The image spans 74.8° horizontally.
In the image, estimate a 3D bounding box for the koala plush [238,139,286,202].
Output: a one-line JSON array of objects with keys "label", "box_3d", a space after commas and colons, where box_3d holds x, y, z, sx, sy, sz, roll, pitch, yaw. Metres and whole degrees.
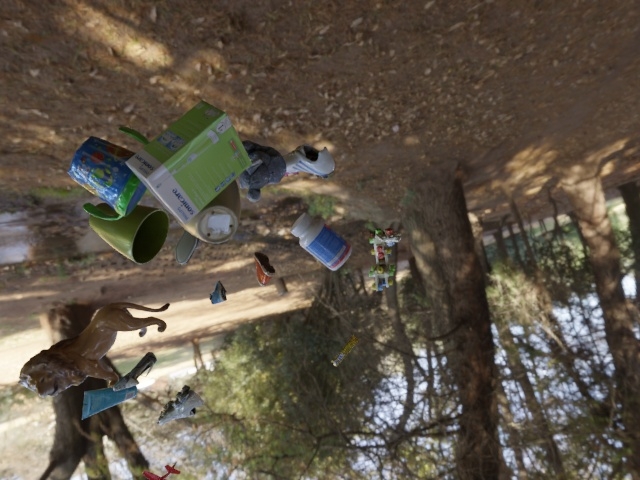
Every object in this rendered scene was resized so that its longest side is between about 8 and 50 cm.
[{"label": "koala plush", "box_3d": [-0.248, -0.269, 1.651, 0.203, 0.197, 0.221, 9, -152, 3]}]

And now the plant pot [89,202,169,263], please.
[{"label": "plant pot", "box_3d": [-0.923, -0.069, 1.982, 0.293, 0.275, 0.275, 21, 177, 9]}]

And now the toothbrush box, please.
[{"label": "toothbrush box", "box_3d": [-0.365, -0.223, 1.204, 0.283, 0.122, 0.206, -48, 148, -16]}]

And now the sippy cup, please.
[{"label": "sippy cup", "box_3d": [-0.725, -0.235, 1.455, 0.223, 0.306, 0.240, 29, 164, -15]}]

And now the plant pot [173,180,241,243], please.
[{"label": "plant pot", "box_3d": [-0.369, -0.105, 1.401, 0.256, 0.257, 0.274, -14, -151, -19]}]

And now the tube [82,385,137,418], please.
[{"label": "tube", "box_3d": [-0.676, 0.503, 1.342, 0.052, 0.080, 0.207, -5, 172, 14]}]

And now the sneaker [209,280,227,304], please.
[{"label": "sneaker", "box_3d": [-0.449, 0.225, 1.801, 0.073, 0.064, 0.162, -28, -161, -4]}]

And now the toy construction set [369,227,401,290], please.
[{"label": "toy construction set", "box_3d": [0.306, 0.067, 2.067, 0.150, 0.328, 0.215, 10, -149, 9]}]

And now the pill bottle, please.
[{"label": "pill bottle", "box_3d": [0.000, 0.000, 1.554, 0.124, 0.221, 0.124, -47, -165, 16]}]

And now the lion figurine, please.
[{"label": "lion figurine", "box_3d": [-0.655, 0.295, 1.236, 0.142, 0.240, 0.392, 20, -111, 51]}]

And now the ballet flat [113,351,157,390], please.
[{"label": "ballet flat", "box_3d": [-0.431, 0.315, 0.983, 0.114, 0.041, 0.041, -47, -176, -21]}]

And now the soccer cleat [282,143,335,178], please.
[{"label": "soccer cleat", "box_3d": [-0.087, -0.353, 1.780, 0.330, 0.143, 0.116, 9, -131, 32]}]

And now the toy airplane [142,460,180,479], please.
[{"label": "toy airplane", "box_3d": [-0.587, 0.892, 1.573, 0.151, 0.151, 0.028, -16, -161, -10]}]

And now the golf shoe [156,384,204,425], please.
[{"label": "golf shoe", "box_3d": [-0.417, 0.508, 1.239, 0.176, 0.086, 0.069, -43, -161, 24]}]

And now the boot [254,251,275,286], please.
[{"label": "boot", "box_3d": [-0.233, 0.110, 1.639, 0.059, 0.158, 0.085, 9, 120, -33]}]

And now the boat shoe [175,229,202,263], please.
[{"label": "boat shoe", "box_3d": [-0.579, -0.005, 1.863, 0.095, 0.255, 0.079, -2, 152, 7]}]

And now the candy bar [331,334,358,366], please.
[{"label": "candy bar", "box_3d": [0.109, 0.492, 1.867, 0.161, 0.040, 0.018, -46, -169, -20]}]
